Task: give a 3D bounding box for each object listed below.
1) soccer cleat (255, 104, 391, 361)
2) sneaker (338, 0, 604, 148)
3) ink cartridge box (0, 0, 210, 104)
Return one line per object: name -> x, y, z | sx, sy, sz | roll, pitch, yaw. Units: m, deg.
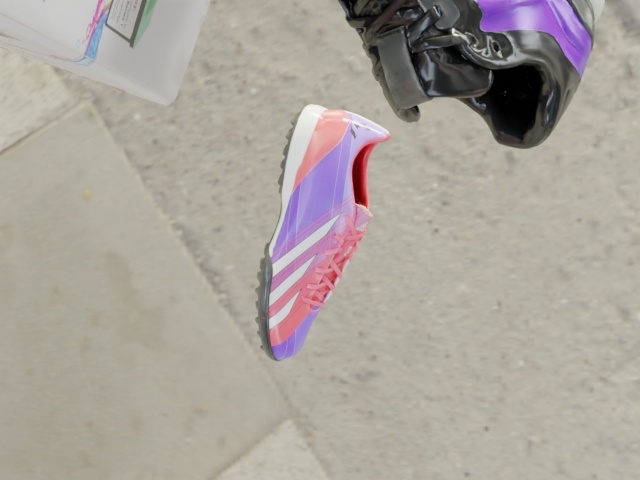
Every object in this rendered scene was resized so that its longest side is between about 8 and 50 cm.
soccer cleat -> 0.000, 0.000, 1.669 | 0.116, 0.108, 0.318 | 13, 98, 14
sneaker -> 0.055, -0.149, 0.778 | 0.293, 0.102, 0.146 | 32, 63, -33
ink cartridge box -> -0.193, -0.176, 0.741 | 0.201, 0.278, 0.117 | 20, 91, 15
